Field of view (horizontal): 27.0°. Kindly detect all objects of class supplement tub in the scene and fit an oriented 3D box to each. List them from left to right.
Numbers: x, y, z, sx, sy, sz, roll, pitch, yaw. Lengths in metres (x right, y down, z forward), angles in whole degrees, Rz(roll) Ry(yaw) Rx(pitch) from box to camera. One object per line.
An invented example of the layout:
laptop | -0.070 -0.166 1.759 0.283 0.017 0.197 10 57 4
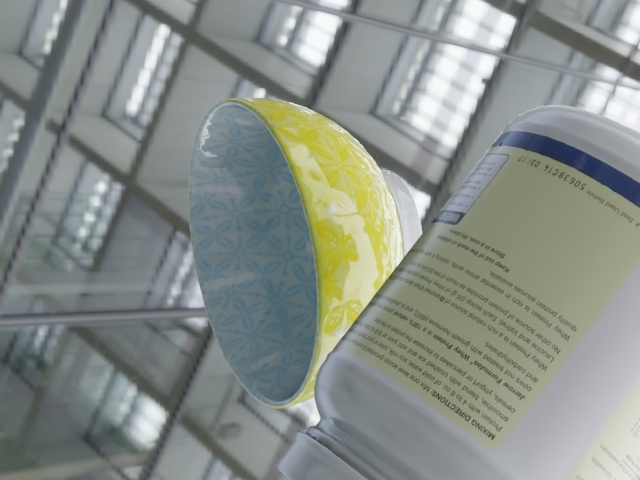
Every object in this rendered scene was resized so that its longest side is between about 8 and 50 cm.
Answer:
supplement tub | 0.144 0.093 0.946 0.235 0.235 0.325 33 -100 33

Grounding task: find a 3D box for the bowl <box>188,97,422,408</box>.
bowl | 0.000 0.000 1.242 0.289 0.156 0.289 35 -49 56
